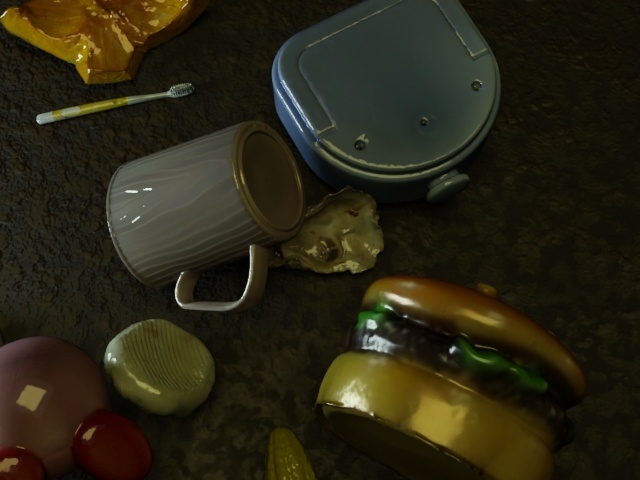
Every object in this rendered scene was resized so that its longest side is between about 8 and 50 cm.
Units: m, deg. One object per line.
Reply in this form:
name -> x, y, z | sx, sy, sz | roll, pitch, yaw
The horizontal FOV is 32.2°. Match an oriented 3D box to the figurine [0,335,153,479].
figurine -> -0.422, 0.258, 1.678 | 0.269, 0.211, 0.261 | -17, 30, -18

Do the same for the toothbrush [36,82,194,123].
toothbrush -> -0.370, -0.248, 2.000 | 0.288, 0.024, 0.021 | -12, 75, -5

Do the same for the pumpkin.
pumpkin -> -0.388, -0.411, 2.017 | 0.290, 0.095, 0.258 | 31, 70, 5

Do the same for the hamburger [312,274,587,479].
hamburger -> 0.212, 0.221, 1.677 | 0.395, 0.396, 0.277 | 26, 73, 7

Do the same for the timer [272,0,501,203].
timer -> 0.132, -0.231, 1.928 | 0.395, 0.173, 0.395 | 1, 71, -2

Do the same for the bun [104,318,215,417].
bun -> -0.265, 0.218, 1.811 | 0.183, 0.102, 0.183 | 16, 40, -14

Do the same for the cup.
cup -> -0.188, -0.035, 1.774 | 0.273, 0.208, 0.288 | -18, 44, 29

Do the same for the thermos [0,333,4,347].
thermos -> -0.588, 0.190, 1.824 | 0.137, 0.105, 0.193 | -3, 63, -29

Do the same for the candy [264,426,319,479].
candy -> -0.043, 0.393, 1.765 | 0.094, 0.106, 0.199 | -24, 66, 11

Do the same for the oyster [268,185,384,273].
oyster -> -0.011, -0.010, 1.890 | 0.232, 0.107, 0.162 | -17, 107, -13
